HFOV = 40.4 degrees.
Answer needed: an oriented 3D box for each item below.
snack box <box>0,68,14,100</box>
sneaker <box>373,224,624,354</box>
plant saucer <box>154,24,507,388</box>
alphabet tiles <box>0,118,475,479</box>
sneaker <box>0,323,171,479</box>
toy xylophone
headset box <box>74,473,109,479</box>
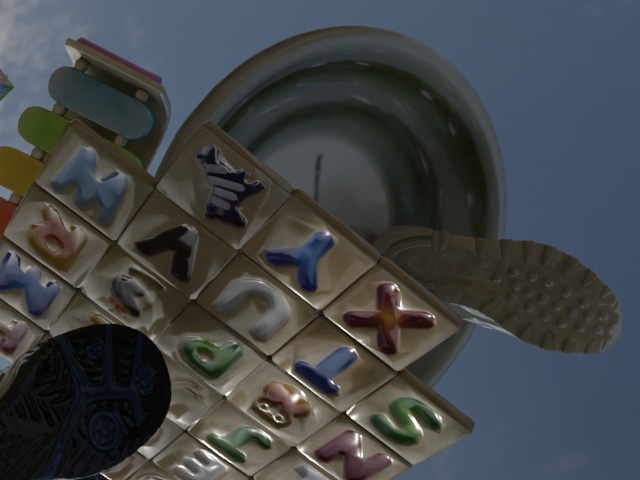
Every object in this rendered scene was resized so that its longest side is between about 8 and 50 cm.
[{"bbox_3d":[-0.283,-0.152,0.581,0.037,0.100,0.141,-41,-102,12],"label":"snack box"},{"bbox_3d":[0.164,0.044,0.813,0.235,0.095,0.090,20,-98,14],"label":"sneaker"},{"bbox_3d":[0.000,0.000,0.820,0.400,0.400,0.100,-48,-144,-12],"label":"plant saucer"},{"bbox_3d":[-0.083,0.082,0.554,0.342,0.285,0.011,-44,-167,41],"label":"alphabet tiles"},{"bbox_3d":[-0.166,0.102,0.455,0.081,0.080,0.211,-17,-176,39],"label":"sneaker"},{"bbox_3d":[-0.295,-0.054,0.907,0.236,0.081,0.323,19,-89,4],"label":"toy xylophone"},{"bbox_3d":[-0.320,0.238,0.943,0.283,0.246,0.131,-30,-96,11],"label":"headset box"}]
